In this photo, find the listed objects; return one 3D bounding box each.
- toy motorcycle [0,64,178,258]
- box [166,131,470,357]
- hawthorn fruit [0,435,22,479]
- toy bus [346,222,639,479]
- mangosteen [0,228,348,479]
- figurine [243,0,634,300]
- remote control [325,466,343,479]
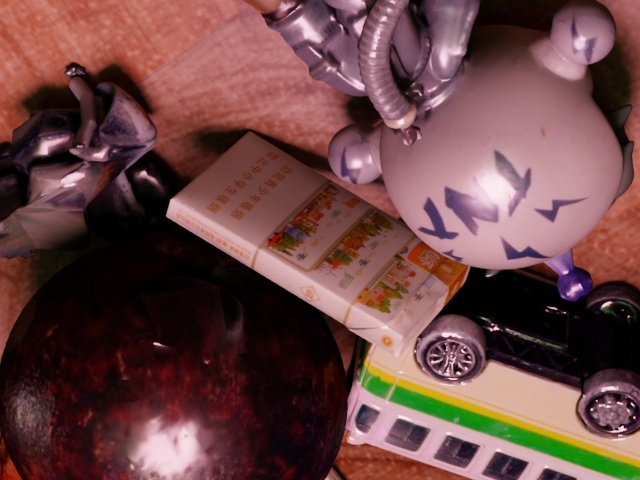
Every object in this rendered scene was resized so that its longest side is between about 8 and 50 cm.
[{"bbox_3d":[-0.245,-0.066,1.434,0.270,0.106,0.159,5,130,-13],"label":"toy motorcycle"},{"bbox_3d":[0.000,-0.001,1.397,0.220,0.122,0.032,31,132,14],"label":"box"},{"bbox_3d":[-0.245,0.217,1.599,0.194,0.157,0.157,17,124,-7],"label":"hawthorn fruit"},{"bbox_3d":[0.176,0.127,1.488,0.305,0.143,0.179,18,126,-5],"label":"toy bus"},{"bbox_3d":[-0.122,0.145,1.431,0.311,0.311,0.311,4,124,6],"label":"mangosteen"},{"bbox_3d":[0.089,-0.119,1.314,0.261,0.186,0.382,-15,129,47],"label":"figurine"},{"bbox_3d":[-0.024,0.227,1.643,0.078,0.042,0.221,-25,116,23],"label":"remote control"}]
